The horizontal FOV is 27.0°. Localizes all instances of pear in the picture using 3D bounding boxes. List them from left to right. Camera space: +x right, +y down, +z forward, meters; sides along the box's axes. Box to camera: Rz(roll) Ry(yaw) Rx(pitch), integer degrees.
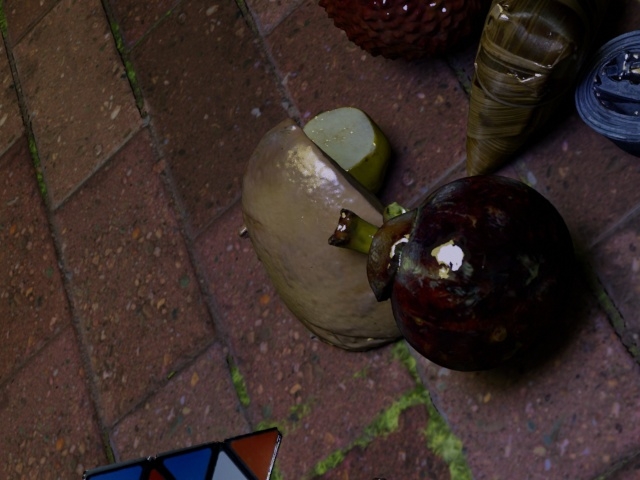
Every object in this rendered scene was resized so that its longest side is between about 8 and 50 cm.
[{"bbox_3d":[0.032,-0.105,1.840,0.141,0.104,0.141,-8,55,12],"label":"pear"}]

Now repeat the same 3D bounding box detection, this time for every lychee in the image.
[{"bbox_3d":[0.118,-0.376,1.798,0.300,0.264,0.264,-27,48,53],"label":"lychee"}]

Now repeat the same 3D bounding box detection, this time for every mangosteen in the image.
[{"bbox_3d":[0.149,0.020,1.540,0.289,0.231,0.231,28,86,26],"label":"mangosteen"}]

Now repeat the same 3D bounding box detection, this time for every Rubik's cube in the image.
[{"bbox_3d":[-0.239,0.330,1.731,0.250,0.234,0.284,5,70,45],"label":"Rubik's cube"}]

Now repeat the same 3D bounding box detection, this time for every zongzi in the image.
[{"bbox_3d":[0.273,-0.236,1.699,0.134,0.288,0.286,26,49,11],"label":"zongzi"}]

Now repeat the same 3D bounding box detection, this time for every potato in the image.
[{"bbox_3d":[0.000,0.015,1.687,0.211,0.264,0.189,-41,35,9],"label":"potato"}]

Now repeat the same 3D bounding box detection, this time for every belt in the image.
[{"bbox_3d":[0.392,-0.170,1.560,0.190,0.082,0.141,24,89,49],"label":"belt"}]

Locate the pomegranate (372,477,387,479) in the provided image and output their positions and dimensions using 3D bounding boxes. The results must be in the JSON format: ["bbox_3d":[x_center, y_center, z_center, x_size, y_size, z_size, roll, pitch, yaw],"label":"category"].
[{"bbox_3d":[0.060,0.361,1.515,0.131,0.152,0.191,54,126,39],"label":"pomegranate"}]
